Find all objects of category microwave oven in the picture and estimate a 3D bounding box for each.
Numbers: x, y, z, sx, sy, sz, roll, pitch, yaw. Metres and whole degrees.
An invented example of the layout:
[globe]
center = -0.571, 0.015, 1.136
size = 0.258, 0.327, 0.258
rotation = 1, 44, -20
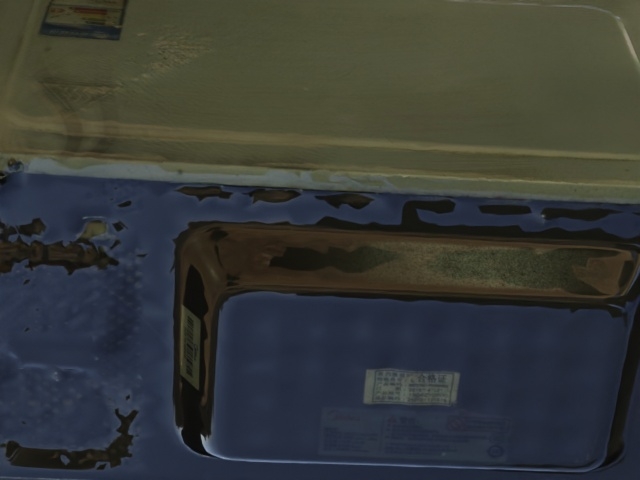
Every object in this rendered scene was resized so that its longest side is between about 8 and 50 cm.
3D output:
[microwave oven]
center = 0.000, 0.000, 0.498
size = 0.205, 0.129, 0.163
rotation = 3, -148, -2
